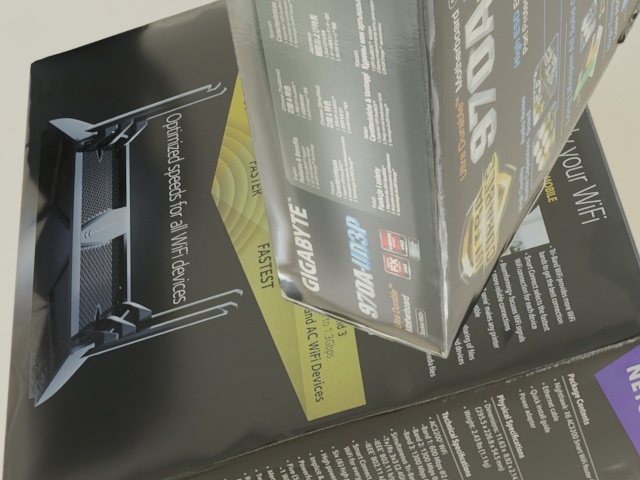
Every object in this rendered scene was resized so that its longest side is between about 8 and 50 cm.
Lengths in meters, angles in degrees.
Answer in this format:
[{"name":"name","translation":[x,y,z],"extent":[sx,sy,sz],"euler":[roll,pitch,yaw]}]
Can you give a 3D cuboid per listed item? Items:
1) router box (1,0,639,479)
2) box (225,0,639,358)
[{"name":"router box","translation":[0.000,0.000,0.790],"extent":[0.243,0.081,0.309],"euler":[-17,-143,8]},{"name":"box","translation":[0.039,-0.105,0.433],"extent":[0.051,0.220,0.175],"euler":[19,-122,20]}]
